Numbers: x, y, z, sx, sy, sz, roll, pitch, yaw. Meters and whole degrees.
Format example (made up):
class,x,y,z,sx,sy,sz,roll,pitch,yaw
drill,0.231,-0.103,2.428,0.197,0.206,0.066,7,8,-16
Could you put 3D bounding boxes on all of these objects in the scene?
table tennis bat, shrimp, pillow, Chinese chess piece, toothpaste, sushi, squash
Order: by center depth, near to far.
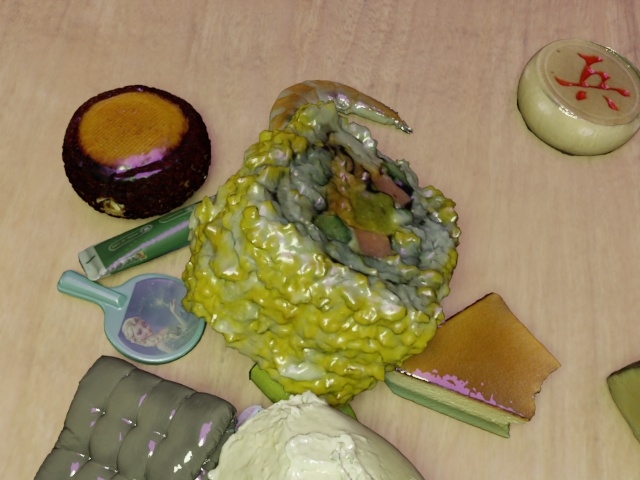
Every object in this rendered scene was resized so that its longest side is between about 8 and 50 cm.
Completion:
class,x,y,z,sx,sy,sz,roll,pitch,yaw
pillow,-0.255,0.323,0.874,0.228,0.101,0.326,15,66,23
sushi,0.000,0.000,1.009,0.351,0.240,0.397,34,38,-6
squash,-0.012,0.231,1.013,0.095,0.095,0.188,-38,72,-26
table tennis bat,-0.292,0.102,1.090,0.237,0.038,0.149,23,59,3
toothpaste,-0.201,-0.031,1.163,0.392,0.061,0.098,-24,34,-20
shrimp,0.011,-0.225,1.321,0.287,0.068,0.185,-19,67,-29
Chinese chess piece,0.512,-0.282,1.389,0.249,0.103,0.250,4,58,-7

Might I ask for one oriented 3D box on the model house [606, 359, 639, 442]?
class,x,y,z,sx,sy,sz,roll,pitch,yaw
model house,0.676,0.262,0.957,0.342,0.335,0.382,-19,73,-16

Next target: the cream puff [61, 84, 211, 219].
class,x,y,z,sx,sy,sz,roll,pitch,yaw
cream puff,-0.294,-0.136,1.152,0.239,0.165,0.239,2,54,-3

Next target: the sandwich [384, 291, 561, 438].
class,x,y,z,sx,sy,sz,roll,pitch,yaw
sandwich,0.225,0.209,1.048,0.220,0.108,0.186,-27,65,-24

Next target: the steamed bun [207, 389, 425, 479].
class,x,y,z,sx,sy,sz,roll,pitch,yaw
steamed bun,0.027,0.354,0.799,0.312,0.233,0.334,37,46,-27

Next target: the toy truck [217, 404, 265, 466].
class,x,y,z,sx,sy,sz,roll,pitch,yaw
toy truck,-0.121,0.304,0.966,0.115,0.080,0.178,31,61,22
